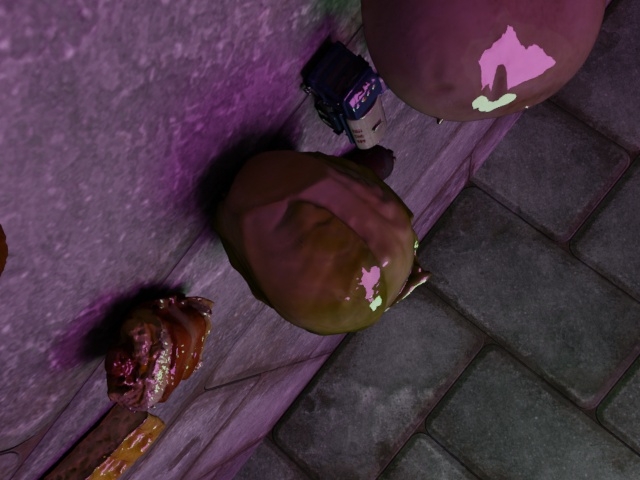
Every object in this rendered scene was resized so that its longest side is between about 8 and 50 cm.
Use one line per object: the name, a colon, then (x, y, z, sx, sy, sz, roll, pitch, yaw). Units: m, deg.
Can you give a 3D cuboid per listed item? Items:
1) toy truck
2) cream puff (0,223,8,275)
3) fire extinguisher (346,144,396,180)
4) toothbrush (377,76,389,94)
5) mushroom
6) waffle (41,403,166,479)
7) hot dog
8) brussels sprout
toy truck: (0.043, -0.183, 0.802, 0.074, 0.088, 0.201, -50, 165, 0)
cream puff: (-0.260, 0.022, 0.249, 0.269, 0.154, 0.241, -45, 165, -30)
fire extinguisher: (0.064, -0.111, 1.073, 0.267, 0.072, 0.089, -37, 154, -43)
toothbrush: (0.164, -0.295, 1.025, 0.304, 0.030, 0.030, -37, 160, -49)
mushroom: (0.154, -0.281, 0.688, 0.292, 0.292, 0.290, -49, -158, -9)
waffle: (-0.378, 0.380, 0.960, 0.274, 0.057, 0.168, -46, 165, -20)
hot dog: (-0.217, 0.138, 0.792, 0.213, 0.103, 0.146, -21, 127, -80)
brussels sprout: (-0.002, 0.001, 0.781, 0.227, 0.259, 0.294, -55, 143, -16)
